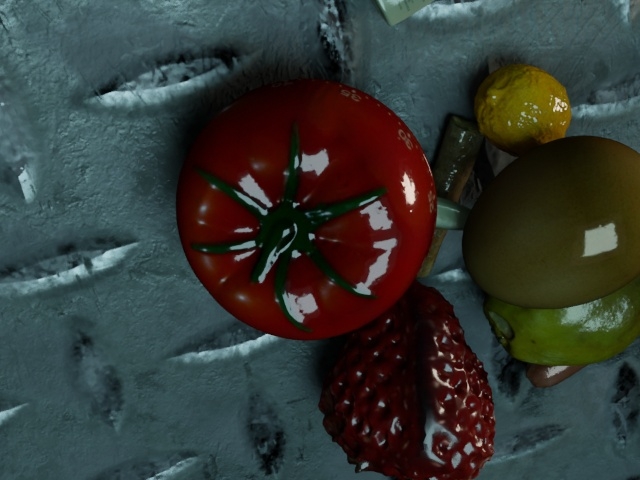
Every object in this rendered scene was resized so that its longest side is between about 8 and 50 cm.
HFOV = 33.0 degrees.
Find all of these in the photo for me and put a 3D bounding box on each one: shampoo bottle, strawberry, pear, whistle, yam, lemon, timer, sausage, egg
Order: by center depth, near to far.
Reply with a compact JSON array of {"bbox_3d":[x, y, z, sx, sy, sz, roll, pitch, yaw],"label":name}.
[{"bbox_3d":[-0.019,-0.048,1.576,0.378,0.279,0.378,5,110,13],"label":"timer"},{"bbox_3d":[0.175,-0.398,1.590,0.212,0.049,0.072,-33,122,3],"label":"shampoo bottle"},{"bbox_3d":[0.367,-0.022,1.650,0.322,0.250,0.250,-26,129,22],"label":"egg"},{"bbox_3d":[0.325,-0.202,1.711,0.187,0.142,0.142,31,108,-40],"label":"lemon"},{"bbox_3d":[0.124,-0.062,1.744,0.244,0.092,0.110,12,113,1],"label":"whistle"},{"bbox_3d":[0.199,-0.065,1.806,0.066,0.066,0.299,6,119,-22],"label":"yam"},{"bbox_3d":[0.159,0.235,1.869,0.295,0.317,0.345,2,96,-20],"label":"strawberry"},{"bbox_3d":[0.439,0.087,1.870,0.321,0.269,0.269,-39,125,11],"label":"pear"},{"bbox_3d":[0.482,0.217,2.080,0.194,0.077,0.077,-34,126,5],"label":"sausage"}]
